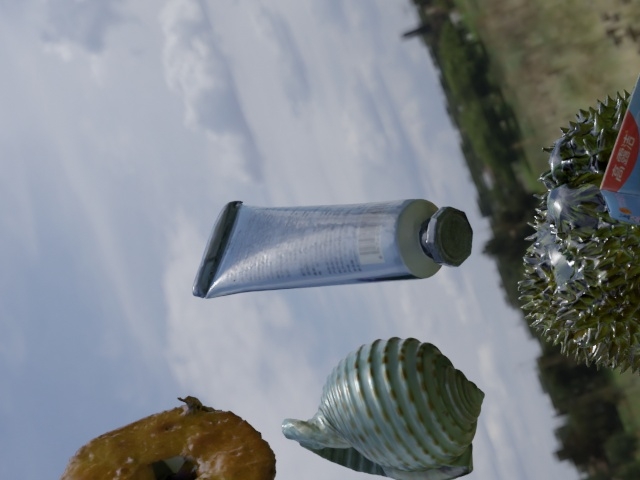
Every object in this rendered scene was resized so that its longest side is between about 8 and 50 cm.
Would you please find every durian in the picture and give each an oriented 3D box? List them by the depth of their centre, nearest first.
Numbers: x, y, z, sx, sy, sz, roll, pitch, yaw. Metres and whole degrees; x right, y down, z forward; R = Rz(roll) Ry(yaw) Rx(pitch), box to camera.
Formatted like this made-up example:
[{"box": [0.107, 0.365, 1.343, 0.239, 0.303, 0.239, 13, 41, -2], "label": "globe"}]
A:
[{"box": [0.299, -0.010, 1.217, 0.291, 0.225, 0.291, -174, 90, -89], "label": "durian"}]

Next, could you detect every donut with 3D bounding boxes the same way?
[{"box": [-0.172, 0.290, 1.559, 0.253, 0.254, 0.118, -95, 1, -59], "label": "donut"}]

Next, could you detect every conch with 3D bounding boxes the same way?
[{"box": [0.059, 0.129, 1.021, 0.135, 0.153, 0.102, 47, -119, -33], "label": "conch"}]

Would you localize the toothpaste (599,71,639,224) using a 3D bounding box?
[{"box": [0.251, -0.110, 0.982, 0.193, 0.044, 0.070, -68, -29, -19], "label": "toothpaste"}]

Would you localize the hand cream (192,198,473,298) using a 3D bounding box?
[{"box": [0.000, 0.000, 0.995, 0.055, 0.256, 0.088, 34, -115, -40], "label": "hand cream"}]
